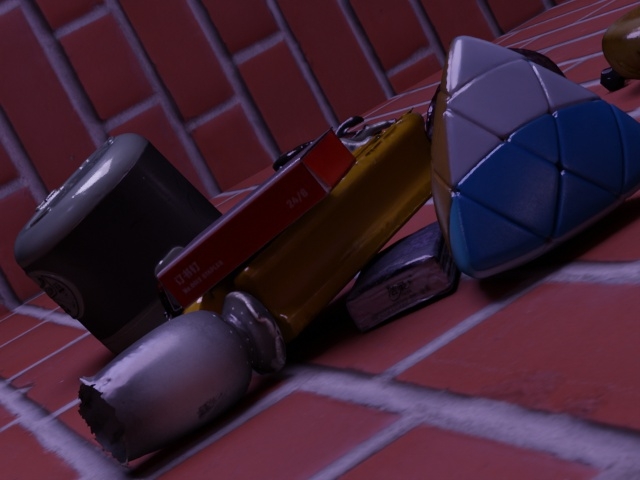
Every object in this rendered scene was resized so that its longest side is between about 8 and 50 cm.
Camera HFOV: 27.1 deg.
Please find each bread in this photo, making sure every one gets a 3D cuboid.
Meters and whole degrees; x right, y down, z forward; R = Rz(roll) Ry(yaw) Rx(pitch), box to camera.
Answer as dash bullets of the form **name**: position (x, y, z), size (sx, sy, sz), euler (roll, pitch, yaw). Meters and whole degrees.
- **bread**: position (0.513, -0.299, 1.902), size (0.213, 0.104, 0.213), euler (-24, 10, 4)

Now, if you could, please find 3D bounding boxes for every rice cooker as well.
- **rice cooker**: position (-0.288, 0.012, 1.997), size (0.288, 0.277, 0.288), euler (-41, 15, 13)

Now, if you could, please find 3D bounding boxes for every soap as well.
- **soap**: position (0.000, 0.000, 1.516), size (0.324, 0.096, 0.204), euler (-44, 7, -32)

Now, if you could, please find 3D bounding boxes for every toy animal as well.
- **toy animal**: position (0.041, -0.080, 1.970), size (0.176, 0.217, 0.073), euler (-6, -15, 10)

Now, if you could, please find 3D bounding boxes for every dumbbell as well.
- **dumbbell**: position (0.464, -0.260, 2.054), size (0.040, 0.036, 0.083), euler (-18, 13, 41)

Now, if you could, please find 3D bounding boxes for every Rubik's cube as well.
- **Rubik's cube**: position (0.213, -0.103, 1.310), size (0.254, 0.254, 0.254), euler (-27, 8, 4)

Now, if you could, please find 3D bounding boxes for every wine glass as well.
- **wine glass**: position (-0.137, 0.135, 1.327), size (0.204, 0.111, 0.111), euler (-29, 8, -29)

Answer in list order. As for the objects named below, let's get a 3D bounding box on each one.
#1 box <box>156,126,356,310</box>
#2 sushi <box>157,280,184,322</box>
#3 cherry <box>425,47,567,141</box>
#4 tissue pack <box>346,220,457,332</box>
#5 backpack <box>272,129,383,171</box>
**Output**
- **box**: position (-0.070, -0.021, 1.399), size (0.229, 0.050, 0.123), euler (-38, 5, 24)
- **sushi**: position (-0.110, 0.055, 1.714), size (0.136, 0.126, 0.225), euler (-21, 17, 33)
- **cherry**: position (0.227, -0.146, 1.668), size (0.195, 0.195, 0.195), euler (-27, 8, 4)
- **tissue pack**: position (0.090, 0.036, 1.421), size (0.112, 0.051, 0.156), euler (-29, 8, 16)
- **backpack**: position (0.047, -0.102, 2.115), size (0.229, 0.139, 0.229), euler (-12, -1, 0)
